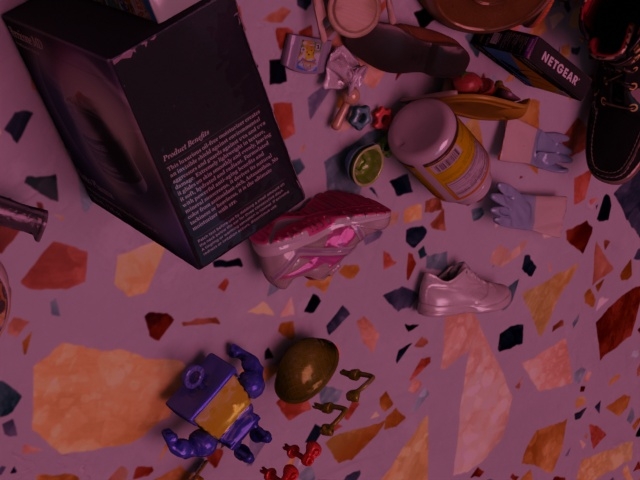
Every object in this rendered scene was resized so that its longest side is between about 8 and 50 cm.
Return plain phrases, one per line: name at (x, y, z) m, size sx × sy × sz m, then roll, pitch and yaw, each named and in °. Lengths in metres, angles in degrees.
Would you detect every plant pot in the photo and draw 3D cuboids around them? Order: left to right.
plant pot at (0.267, -0.402, 1.761) m, size 0.236 × 0.032 × 0.236 m, roll -4°, pitch 145°, yaw -3°

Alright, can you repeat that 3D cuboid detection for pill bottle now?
pill bottle at (0.204, -0.138, 1.858) m, size 0.117 × 0.117 × 0.215 m, roll -58°, pitch 143°, yaw -5°

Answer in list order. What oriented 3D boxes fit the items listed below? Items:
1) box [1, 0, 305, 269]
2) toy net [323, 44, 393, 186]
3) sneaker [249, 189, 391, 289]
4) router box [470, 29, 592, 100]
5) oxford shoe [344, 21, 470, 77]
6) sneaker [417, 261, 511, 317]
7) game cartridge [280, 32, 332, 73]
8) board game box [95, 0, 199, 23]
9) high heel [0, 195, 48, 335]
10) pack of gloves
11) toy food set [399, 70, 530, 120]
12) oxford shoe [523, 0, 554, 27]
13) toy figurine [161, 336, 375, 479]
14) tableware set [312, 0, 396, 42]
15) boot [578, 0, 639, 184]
box at (-0.208, -0.165, 1.393) m, size 0.183 × 0.296 × 0.294 m, roll -35°, pitch 126°, yaw -23°
toy net at (0.070, -0.202, 1.769) m, size 0.122 × 0.045 × 0.232 m, roll -32°, pitch 130°, yaw -24°
sneaker at (0.000, 0.000, 1.779) m, size 0.252 × 0.103 × 0.111 m, roll -17°, pitch 123°, yaw -27°
router box at (0.358, -0.303, 1.917) m, size 0.179 × 0.133 × 0.046 m, roll 25°, pitch 91°, yaw -43°
oxford shoe at (0.127, -0.307, 1.773) m, size 0.212 × 0.076 × 0.076 m, roll 10°, pitch 125°, yaw -27°
sneaker at (0.268, 0.082, 2.052) m, size 0.212 × 0.080 × 0.094 m, roll -5°, pitch 100°, yaw -37°
game cartridge at (-0.021, -0.277, 1.692) m, size 0.083 × 0.017 × 0.056 m, roll 0°, pitch 112°, yaw -40°
board game box at (-0.253, -0.385, 1.253) m, size 0.097 × 0.303 × 0.224 m, roll -35°, pitch 127°, yaw -24°
high heel at (-0.476, 0.044, 1.421) m, size 0.186 × 0.093 × 0.261 m, roll 20°, pitch 104°, yaw -25°
pack of gloves at (0.380, -0.116, 2.092) m, size 0.232 × 0.046 × 0.195 m, roll 9°, pitch 91°, yaw -45°
toy food set at (0.251, -0.251, 1.867) m, size 0.218 × 0.128 × 0.071 m, roll 8°, pitch 83°, yaw -37°
oxford shoe at (0.307, -0.478, 1.792) m, size 0.133 × 0.130 × 0.363 m, roll -12°, pitch 144°, yaw -3°
toy figurine at (-0.117, 0.246, 1.727) m, size 0.362 × 0.191 × 0.217 m, roll -48°, pitch 126°, yaw -15°
tableware set at (0.034, -0.395, 1.664) m, size 0.128 × 0.039 × 0.194 m, roll -18°, pitch 111°, yaw -15°
boot at (0.534, -0.303, 2.009) m, size 0.284 × 0.138 × 0.377 m, roll 16°, pitch 94°, yaw -62°
